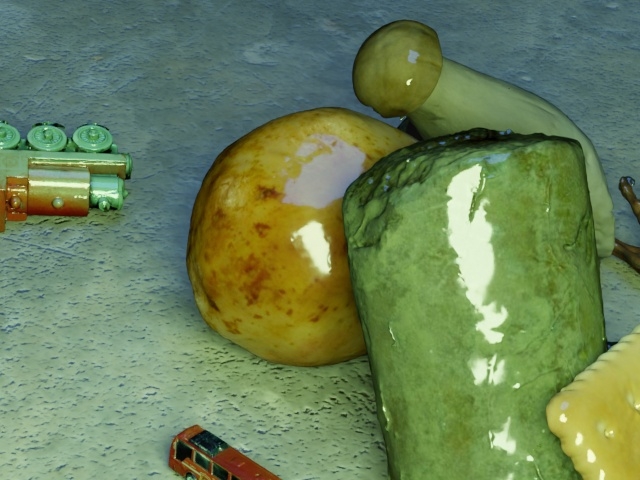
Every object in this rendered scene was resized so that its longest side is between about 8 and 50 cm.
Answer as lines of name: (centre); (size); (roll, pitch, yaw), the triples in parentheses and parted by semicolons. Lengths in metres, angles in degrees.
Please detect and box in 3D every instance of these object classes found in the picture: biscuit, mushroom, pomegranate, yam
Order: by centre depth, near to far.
biscuit: (0.272, 0.189, 1.225); (0.160, 0.030, 0.250); (-31, 88, -42)
yam: (0.125, 0.064, 1.298); (0.195, 0.300, 0.195); (-9, 3, 0)
pomegranate: (0.000, 0.000, 1.468); (0.248, 0.248, 0.248); (4, 31, -2)
mushroom: (0.168, -0.083, 1.573); (0.350, 0.128, 0.128); (36, 17, -31)

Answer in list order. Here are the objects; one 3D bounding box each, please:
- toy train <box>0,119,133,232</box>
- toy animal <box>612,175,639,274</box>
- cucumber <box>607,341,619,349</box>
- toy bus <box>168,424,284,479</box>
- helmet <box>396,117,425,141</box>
toy train: (-0.273, -0.060, 1.675); (0.175, 0.074, 0.118); (3, 40, -12)
toy animal: (0.409, 0.004, 1.661); (0.224, 0.066, 0.230); (-19, 45, -27)
cucumber: (0.273, 0.106, 1.508); (0.133, 0.032, 0.032); (-1, 31, -6)
toy bus: (-0.072, 0.183, 1.317); (0.110, 0.043, 0.031); (28, 38, 33)
helmet: (0.120, -0.057, 1.682); (0.155, 0.106, 0.175); (22, 54, -40)
